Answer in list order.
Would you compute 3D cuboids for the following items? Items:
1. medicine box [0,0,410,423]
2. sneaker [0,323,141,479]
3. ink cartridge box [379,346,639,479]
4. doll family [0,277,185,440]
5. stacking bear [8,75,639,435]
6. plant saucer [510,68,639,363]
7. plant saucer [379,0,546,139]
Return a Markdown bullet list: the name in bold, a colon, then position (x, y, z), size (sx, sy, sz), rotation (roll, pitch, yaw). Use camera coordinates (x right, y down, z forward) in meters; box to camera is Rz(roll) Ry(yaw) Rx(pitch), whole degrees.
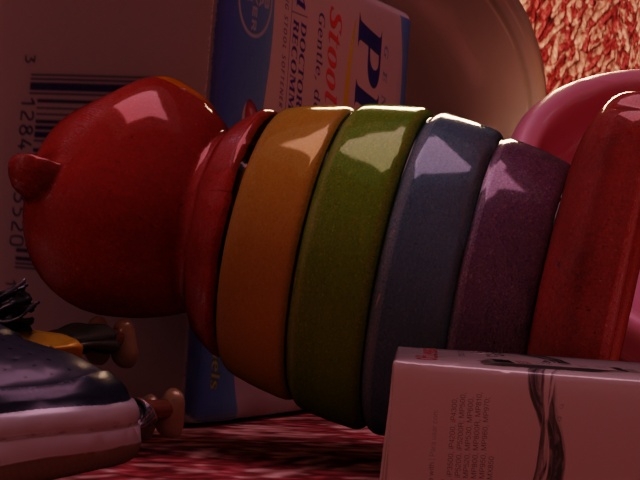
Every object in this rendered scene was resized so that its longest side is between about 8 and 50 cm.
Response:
- **medicine box**: position (-0.067, -0.033, 1.034), size (0.149, 0.263, 0.289), rotation (4, 0, 24)
- **sneaker**: position (-0.194, 0.007, 0.636), size (0.282, 0.153, 0.099), rotation (3, -1, 24)
- **ink cartridge box**: position (0.091, 0.073, 0.646), size (0.135, 0.056, 0.099), rotation (4, 0, 3)
- **doll family**: position (-0.156, 0.056, 0.768), size (0.193, 0.076, 0.111), rotation (-4, -2, 45)
- **stacking bear**: position (0.000, 0.000, 0.800), size (0.289, 0.164, 0.175), rotation (12, -10, 12)
- **plant saucer**: position (0.274, 0.011, 1.135), size (0.332, 0.084, 0.332), rotation (9, 39, -7)
- **plant saucer**: position (-0.033, -0.090, 1.292), size (0.401, 0.400, 0.100), rotation (3, 41, 11)
